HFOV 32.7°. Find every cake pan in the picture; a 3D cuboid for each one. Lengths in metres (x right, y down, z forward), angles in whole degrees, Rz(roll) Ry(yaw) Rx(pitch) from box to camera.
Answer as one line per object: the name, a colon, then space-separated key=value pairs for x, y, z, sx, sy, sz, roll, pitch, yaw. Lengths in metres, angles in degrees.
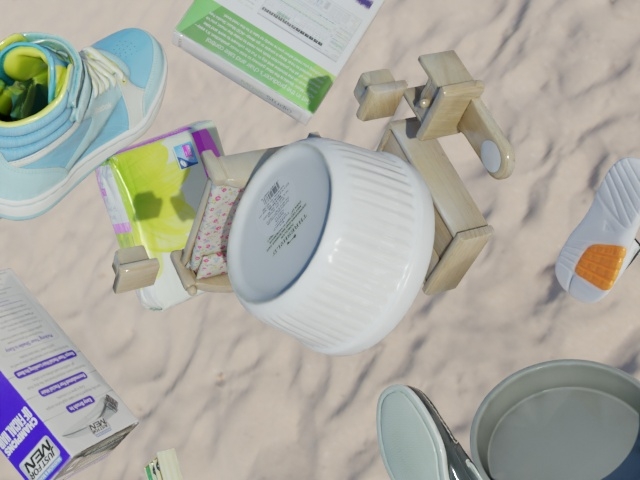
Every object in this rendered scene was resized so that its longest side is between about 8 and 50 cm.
cake pan: x=0.372 y=0.306 z=1.630 sx=0.293 sy=0.054 sz=0.293 roll=-9 pitch=43 yaw=8

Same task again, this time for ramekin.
ramekin: x=0.000 y=0.000 z=1.046 sx=0.207 sy=0.109 sz=0.207 roll=-30 pitch=50 yaw=43

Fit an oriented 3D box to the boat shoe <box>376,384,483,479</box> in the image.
boat shoe: x=0.171 y=0.337 z=1.509 sx=0.114 sy=0.091 sz=0.302 roll=-26 pitch=81 yaw=44

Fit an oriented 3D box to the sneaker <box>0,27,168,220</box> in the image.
sneaker: x=-0.275 y=-0.185 z=1.247 sx=0.319 sy=0.127 sz=0.208 roll=-56 pitch=-10 yaw=-35

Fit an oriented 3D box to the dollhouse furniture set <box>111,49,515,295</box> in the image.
dollhouse furniture set: x=-0.012 y=-0.018 z=1.147 sx=0.174 sy=0.355 sz=0.303 roll=62 pitch=150 yaw=26

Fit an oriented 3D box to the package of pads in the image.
package of pads: x=-0.260 y=-0.043 z=1.963 sx=0.229 sy=0.296 sz=0.101 roll=-24 pitch=12 yaw=-31

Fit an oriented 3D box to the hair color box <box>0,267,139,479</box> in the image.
hair color box: x=-0.461 y=0.210 z=1.691 sx=0.339 sy=0.185 sz=0.110 roll=46 pitch=112 yaw=11

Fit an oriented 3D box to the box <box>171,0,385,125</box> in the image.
box: x=-0.036 y=-0.357 z=1.590 sx=0.322 sy=0.232 sz=0.058 roll=-59 pitch=2 yaw=-18

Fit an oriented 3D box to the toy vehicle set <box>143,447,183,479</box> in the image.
toy vehicle set: x=-0.272 y=0.534 z=2.048 sx=0.166 sy=0.035 sz=0.267 roll=130 pitch=125 yaw=-63

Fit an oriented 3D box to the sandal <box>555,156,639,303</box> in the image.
sandal: x=0.444 y=-0.014 z=1.630 sx=0.102 sy=0.076 sz=0.265 roll=48 pitch=136 yaw=30
